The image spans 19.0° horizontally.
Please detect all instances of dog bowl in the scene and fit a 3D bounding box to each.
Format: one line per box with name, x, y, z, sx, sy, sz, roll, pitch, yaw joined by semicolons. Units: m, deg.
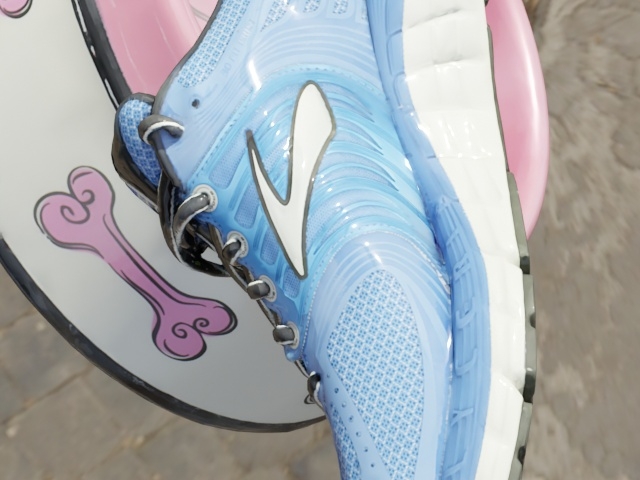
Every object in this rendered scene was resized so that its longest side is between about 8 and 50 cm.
dog bowl;-0.028;-0.108;1.069;0.150;0.408;0.408;-25;93;34

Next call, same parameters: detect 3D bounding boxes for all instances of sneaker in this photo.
sneaker;0.000;0.000;0.719;0.147;0.130;0.330;-7;65;0
